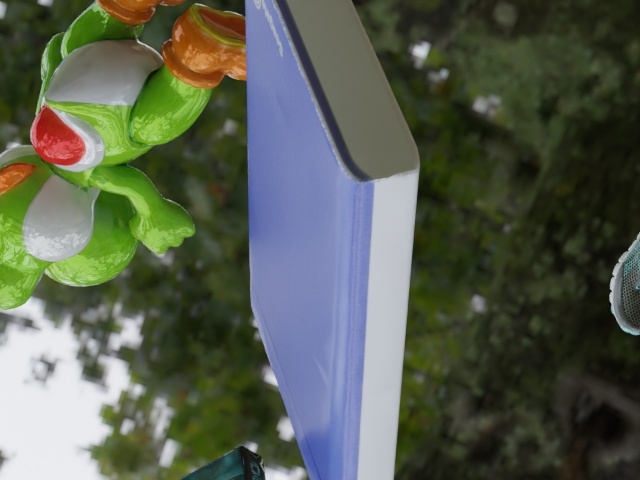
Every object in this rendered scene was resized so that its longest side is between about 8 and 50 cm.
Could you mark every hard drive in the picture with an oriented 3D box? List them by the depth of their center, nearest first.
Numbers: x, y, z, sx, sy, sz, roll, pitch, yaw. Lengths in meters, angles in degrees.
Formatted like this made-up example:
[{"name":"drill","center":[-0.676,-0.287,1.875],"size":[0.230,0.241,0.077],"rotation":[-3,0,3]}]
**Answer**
[{"name":"hard drive","center":[0.000,0.000,1.105],"size":[0.040,0.318,0.210],"rotation":[-12,-130,-11]}]

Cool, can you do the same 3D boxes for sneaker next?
[{"name":"sneaker","center":[0.343,0.016,1.962],"size":[0.065,0.166,0.076],"rotation":[20,179,-4]}]

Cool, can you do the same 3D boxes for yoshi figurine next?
[{"name":"yoshi figurine","center":[-0.192,-0.087,1.778],"size":[0.203,0.362,0.203],"rotation":[29,-156,-22]}]

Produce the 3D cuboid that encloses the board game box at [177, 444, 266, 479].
[{"name":"board game box","center":[-0.108,0.227,1.257],"size":[0.026,0.186,0.126],"rotation":[36,-147,-44]}]
